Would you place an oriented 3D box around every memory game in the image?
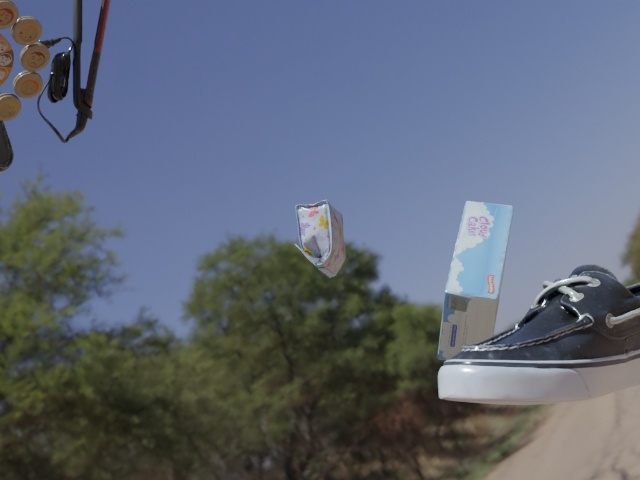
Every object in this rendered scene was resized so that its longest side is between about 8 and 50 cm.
[{"bbox_3d":[-0.405,-0.203,1.347,0.186,0.012,0.186,-21,-42,-20],"label":"memory game"}]

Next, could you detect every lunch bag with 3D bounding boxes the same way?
[{"bbox_3d":[0.000,0.000,1.413,0.053,0.083,0.071,-11,-14,14],"label":"lunch bag"}]

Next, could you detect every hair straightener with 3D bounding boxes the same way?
[{"bbox_3d":[-0.346,-0.250,1.582,0.089,0.230,0.047,9,5,-14],"label":"hair straightener"}]

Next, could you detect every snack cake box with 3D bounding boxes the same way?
[{"bbox_3d":[0.266,0.069,1.967,0.264,0.089,0.152,-69,-17,-51],"label":"snack cake box"}]

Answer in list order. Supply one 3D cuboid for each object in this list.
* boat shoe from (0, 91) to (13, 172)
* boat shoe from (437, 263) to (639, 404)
[{"bbox_3d":[-0.546,-0.223,1.813,0.079,0.254,0.095,-11,20,28],"label":"boat shoe"},{"bbox_3d":[0.213,0.071,0.936,0.301,0.102,0.108,-5,-1,-33],"label":"boat shoe"}]
